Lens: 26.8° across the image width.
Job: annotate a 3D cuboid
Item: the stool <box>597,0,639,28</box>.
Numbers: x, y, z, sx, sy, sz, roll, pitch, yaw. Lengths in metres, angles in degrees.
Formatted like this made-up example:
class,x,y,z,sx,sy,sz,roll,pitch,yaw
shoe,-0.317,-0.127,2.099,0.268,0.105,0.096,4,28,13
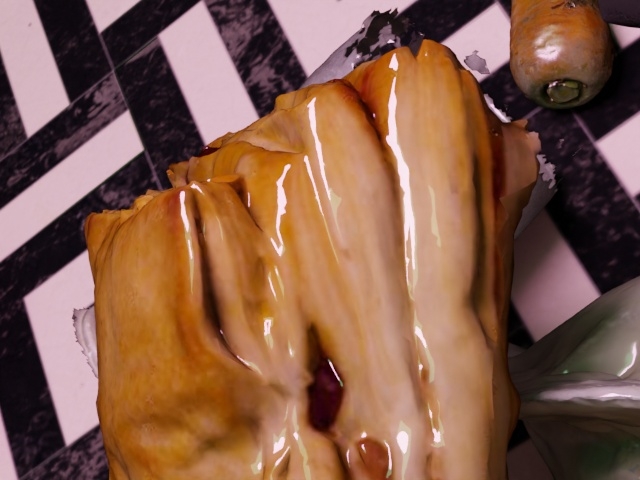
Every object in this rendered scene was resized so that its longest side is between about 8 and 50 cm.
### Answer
class,x,y,z,sx,sy,sz,roll,pitch,yaw
stool,0.271,-0.242,0.882,0.141,0.232,0.232,11,74,38

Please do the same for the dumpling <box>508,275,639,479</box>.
class,x,y,z,sx,sy,sz,roll,pitch,yaw
dumpling,0.234,0.112,0.731,0.321,0.270,0.211,-27,94,30

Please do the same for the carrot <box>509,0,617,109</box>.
class,x,y,z,sx,sy,sz,roll,pitch,yaw
carrot,0.172,-0.231,1.038,0.078,0.078,0.298,-20,53,24

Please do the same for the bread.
class,x,y,z,sx,sy,sz,roll,pitch,yaw
bread,-0.024,0.091,0.691,0.314,0.192,0.370,168,104,-73

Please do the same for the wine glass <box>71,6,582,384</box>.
class,x,y,z,sx,sy,sz,roll,pitch,yaw
wine glass,0.000,0.002,0.961,0.357,0.190,0.190,-44,51,14
